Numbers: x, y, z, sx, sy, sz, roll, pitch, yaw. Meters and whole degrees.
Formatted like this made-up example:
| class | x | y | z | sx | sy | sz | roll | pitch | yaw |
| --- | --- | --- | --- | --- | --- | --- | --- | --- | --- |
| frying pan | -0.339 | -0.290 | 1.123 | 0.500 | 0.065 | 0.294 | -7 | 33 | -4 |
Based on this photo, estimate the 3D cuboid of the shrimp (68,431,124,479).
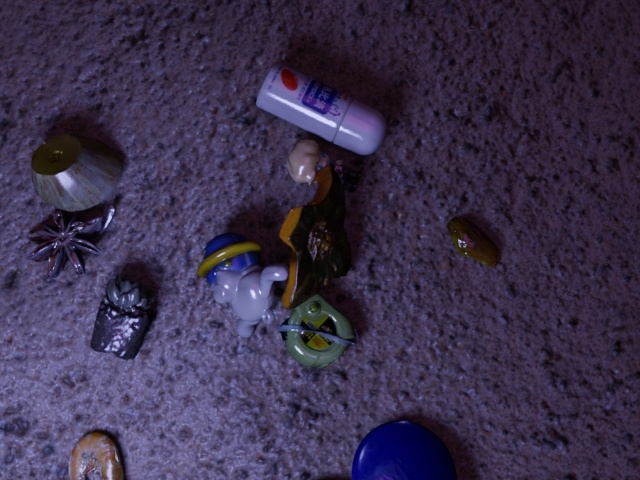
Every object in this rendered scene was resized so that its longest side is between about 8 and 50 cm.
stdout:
| class | x | y | z | sx | sy | sz | roll | pitch | yaw |
| --- | --- | --- | --- | --- | --- | --- | --- | --- | --- |
| shrimp | -0.538 | 0.560 | 1.658 | 0.132 | 0.051 | 0.187 | -23 | 79 | 12 |

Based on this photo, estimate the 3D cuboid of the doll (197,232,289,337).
| class | x | y | z | sx | sy | sz | roll | pitch | yaw |
| --- | --- | --- | --- | --- | --- | --- | --- | --- | --- |
| doll | -0.189 | 0.083 | 1.621 | 0.159 | 0.311 | 0.242 | 1 | 69 | -31 |

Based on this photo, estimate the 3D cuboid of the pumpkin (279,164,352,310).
| class | x | y | z | sx | sy | sz | roll | pitch | yaw |
| --- | --- | --- | --- | --- | --- | --- | --- | --- | --- |
| pumpkin | -0.012 | -0.010 | 1.651 | 0.095 | 0.258 | 0.290 | 6 | 113 | 34 |

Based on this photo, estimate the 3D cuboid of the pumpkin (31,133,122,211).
| class | x | y | z | sx | sy | sz | roll | pitch | yaw |
| --- | --- | --- | --- | --- | --- | --- | --- | --- | --- |
| pumpkin | -0.617 | -0.189 | 1.690 | 0.217 | 0.110 | 0.217 | -1 | 67 | 1 |

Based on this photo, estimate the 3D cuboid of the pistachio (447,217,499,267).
| class | x | y | z | sx | sy | sz | roll | pitch | yaw |
| --- | --- | --- | --- | --- | --- | --- | --- | --- | --- |
| pistachio | 0.404 | 0.008 | 1.803 | 0.173 | 0.049 | 0.089 | 42 | 82 | 2 |

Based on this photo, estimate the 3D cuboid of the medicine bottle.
| class | x | y | z | sx | sy | sz | roll | pitch | yaw |
| --- | --- | --- | --- | --- | --- | --- | --- | --- | --- |
| medicine bottle | 0.012 | -0.333 | 1.776 | 0.341 | 0.130 | 0.130 | 26 | 81 | -1 |

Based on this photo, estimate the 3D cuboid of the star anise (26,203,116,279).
| class | x | y | z | sx | sy | sz | roll | pitch | yaw |
| --- | --- | --- | --- | --- | --- | --- | --- | --- | --- |
| star anise | -0.614 | -0.003 | 1.700 | 0.231 | 0.089 | 0.209 | -12 | 71 | -7 |

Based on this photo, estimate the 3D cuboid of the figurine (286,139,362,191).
| class | x | y | z | sx | sy | sz | roll | pitch | yaw |
| --- | --- | --- | --- | --- | --- | --- | --- | --- | --- |
| figurine | 0.008 | -0.183 | 1.772 | 0.196 | 0.108 | 0.114 | 23 | 86 | -7 |

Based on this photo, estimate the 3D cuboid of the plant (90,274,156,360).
| class | x | y | z | sx | sy | sz | roll | pitch | yaw |
| --- | --- | --- | --- | --- | --- | --- | --- | --- | --- |
| plant | -0.475 | 0.188 | 1.667 | 0.132 | 0.129 | 0.194 | 17 | 85 | -5 |

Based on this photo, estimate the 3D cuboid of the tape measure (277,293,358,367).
| class | x | y | z | sx | sy | sz | roll | pitch | yaw |
| --- | --- | --- | --- | --- | --- | --- | --- | --- | --- |
| tape measure | -0.011 | 0.229 | 1.713 | 0.200 | 0.106 | 0.175 | 38 | 67 | -1 |

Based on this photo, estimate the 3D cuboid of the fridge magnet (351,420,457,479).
| class | x | y | z | sx | sy | sz | roll | pitch | yaw |
| --- | --- | --- | --- | --- | --- | --- | --- | --- | --- |
| fridge magnet | 0.202 | 0.572 | 1.658 | 0.265 | 0.112 | 0.265 | 5 | 64 | -10 |
